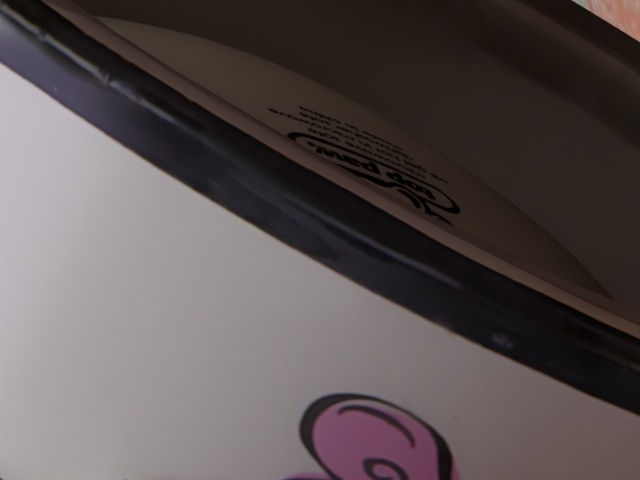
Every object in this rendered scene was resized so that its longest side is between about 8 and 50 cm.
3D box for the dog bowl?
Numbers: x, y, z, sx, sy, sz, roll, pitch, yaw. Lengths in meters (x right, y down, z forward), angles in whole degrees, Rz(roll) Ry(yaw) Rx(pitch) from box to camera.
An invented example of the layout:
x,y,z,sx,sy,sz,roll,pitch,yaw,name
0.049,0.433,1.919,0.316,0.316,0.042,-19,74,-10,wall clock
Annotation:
x,y,z,sx,sy,sz,roll,pitch,yaw,name
0.000,0.000,0.558,0.150,0.408,0.408,-60,26,17,dog bowl
